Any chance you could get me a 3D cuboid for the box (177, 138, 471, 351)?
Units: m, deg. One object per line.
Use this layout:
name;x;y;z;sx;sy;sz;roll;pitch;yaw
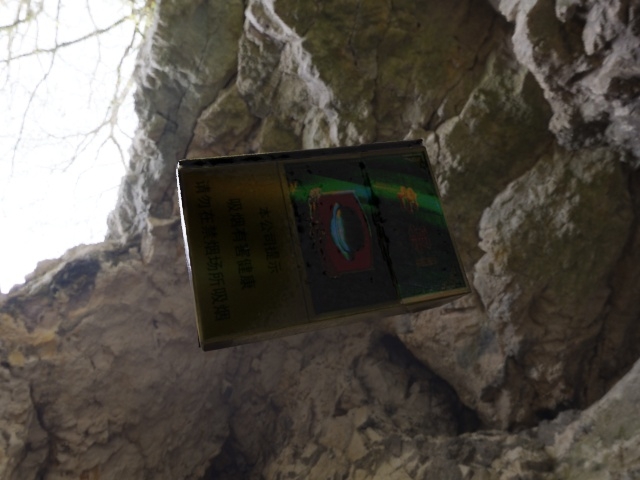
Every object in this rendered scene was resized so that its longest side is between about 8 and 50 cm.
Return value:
box;0.000;0.000;0.424;0.240;0.071;0.159;-9;-110;-16
